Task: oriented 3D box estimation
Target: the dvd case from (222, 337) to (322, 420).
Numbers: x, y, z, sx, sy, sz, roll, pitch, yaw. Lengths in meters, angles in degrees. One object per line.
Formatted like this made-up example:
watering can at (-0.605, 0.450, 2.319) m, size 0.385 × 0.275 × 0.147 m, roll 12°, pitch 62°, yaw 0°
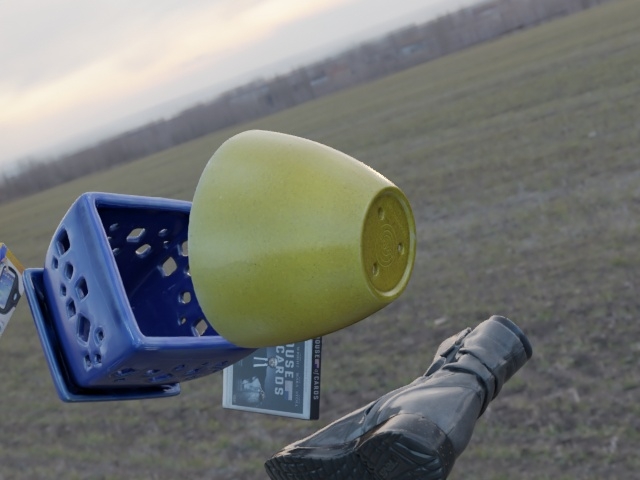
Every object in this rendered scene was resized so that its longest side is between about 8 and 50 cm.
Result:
dvd case at (-0.086, 0.212, 1.942) m, size 0.029 × 0.179 × 0.238 m, roll 5°, pitch -5°, yaw -42°

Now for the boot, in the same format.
boot at (0.093, 0.211, 1.293) m, size 0.222 × 0.118 × 0.338 m, roll -44°, pitch 12°, yaw -37°

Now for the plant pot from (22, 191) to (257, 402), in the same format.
plant pot at (-0.253, 0.092, 1.504) m, size 0.212 × 0.236 × 0.236 m, roll -39°, pitch -27°, yaw 32°

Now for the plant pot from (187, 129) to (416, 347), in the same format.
plant pot at (0.000, 0.000, 0.666) m, size 0.095 × 0.134 × 0.134 m, roll 1°, pitch 19°, yaw 33°

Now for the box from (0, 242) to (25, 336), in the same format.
box at (-0.478, 0.080, 1.634) m, size 0.028 × 0.081 × 0.136 m, roll -5°, pitch 48°, yaw 23°
